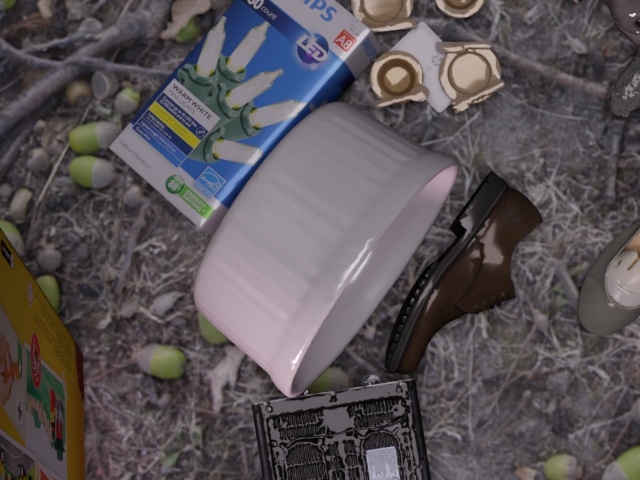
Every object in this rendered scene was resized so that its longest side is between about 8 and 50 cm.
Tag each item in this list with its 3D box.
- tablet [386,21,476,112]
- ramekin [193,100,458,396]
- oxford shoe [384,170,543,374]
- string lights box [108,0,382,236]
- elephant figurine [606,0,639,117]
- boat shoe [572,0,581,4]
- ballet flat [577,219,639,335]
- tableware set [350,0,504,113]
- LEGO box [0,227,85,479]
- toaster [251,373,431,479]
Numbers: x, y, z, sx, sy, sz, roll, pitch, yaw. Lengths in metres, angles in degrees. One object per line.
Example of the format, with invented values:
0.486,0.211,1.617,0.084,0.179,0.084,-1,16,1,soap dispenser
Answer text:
0.113,-0.178,1.869,0.054,0.006,0.083,-43,88,1,tablet
0.000,0.000,1.743,0.135,0.277,0.277,36,91,10,ramekin
0.146,0.049,1.827,0.096,0.083,0.227,35,91,-2,oxford shoe
-0.074,-0.144,1.831,0.133,0.077,0.260,41,91,14,string lights box
0.347,-0.271,1.797,0.239,0.169,0.186,-26,59,17,elephant figurine
0.182,-0.311,1.835,0.228,0.081,0.069,44,94,10,boat shoe
0.336,0.007,1.825,0.072,0.068,0.213,42,91,3,ballet flat
0.108,-0.209,1.855,0.141,0.020,0.169,-10,84,4,tableware set
-0.339,0.215,1.596,0.193,0.500,0.373,-3,71,1,LEGO box
0.029,0.231,1.812,0.168,0.110,0.186,-10,88,3,toaster
